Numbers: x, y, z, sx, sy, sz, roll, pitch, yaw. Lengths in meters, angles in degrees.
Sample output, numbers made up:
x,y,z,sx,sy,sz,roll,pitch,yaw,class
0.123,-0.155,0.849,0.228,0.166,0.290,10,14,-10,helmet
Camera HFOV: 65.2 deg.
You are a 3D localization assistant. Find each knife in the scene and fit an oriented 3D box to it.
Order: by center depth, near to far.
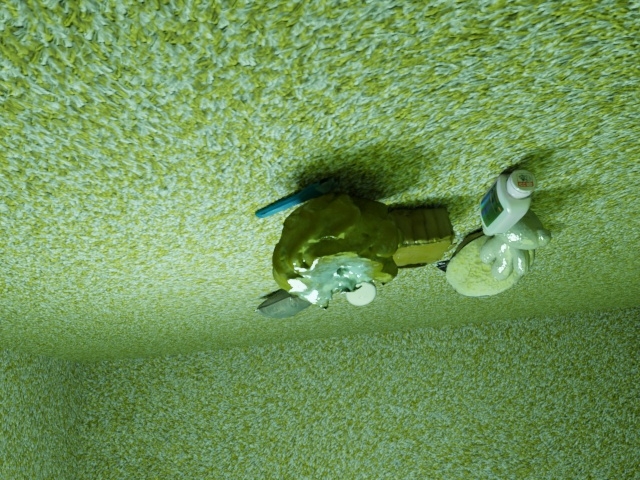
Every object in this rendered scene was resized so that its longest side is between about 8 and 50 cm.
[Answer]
x,y,z,sx,sy,sz,roll,pitch,yaw,class
-0.064,-0.106,1.264,0.296,0.026,0.044,-18,154,38,knife

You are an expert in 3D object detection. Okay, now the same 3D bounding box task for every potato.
x,y,z,sx,sy,sz,roll,pitch,yaw,class
0.568,0.063,1.697,0.299,0.116,0.239,-38,105,22,potato

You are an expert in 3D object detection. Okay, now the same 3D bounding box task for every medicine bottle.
x,y,z,sx,sy,sz,roll,pitch,yaw,class
0.476,-0.104,1.275,0.078,0.115,0.219,-3,160,-2,medicine bottle

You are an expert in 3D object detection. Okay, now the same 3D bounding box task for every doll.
x,y,z,sx,sy,sz,roll,pitch,yaw,class
0.569,0.000,1.505,0.175,0.149,0.278,31,145,12,doll

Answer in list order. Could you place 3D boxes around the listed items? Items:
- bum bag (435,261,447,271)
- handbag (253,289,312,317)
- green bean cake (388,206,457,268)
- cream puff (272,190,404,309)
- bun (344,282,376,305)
x,y,z,sx,sy,sz,roll,pitch,yaw,class
0.546,0.093,1.979,0.159,0.026,0.109,-18,156,31,bum bag
-0.144,0.275,2.182,0.182,0.117,0.270,1,160,-42,handbag
0.265,-0.006,1.476,0.224,0.131,0.229,-5,158,-7,green bean cake
0.028,-0.012,1.243,0.323,0.270,0.274,-22,138,13,cream puff
0.162,0.197,2.079,0.138,0.094,0.138,-4,126,-6,bun
